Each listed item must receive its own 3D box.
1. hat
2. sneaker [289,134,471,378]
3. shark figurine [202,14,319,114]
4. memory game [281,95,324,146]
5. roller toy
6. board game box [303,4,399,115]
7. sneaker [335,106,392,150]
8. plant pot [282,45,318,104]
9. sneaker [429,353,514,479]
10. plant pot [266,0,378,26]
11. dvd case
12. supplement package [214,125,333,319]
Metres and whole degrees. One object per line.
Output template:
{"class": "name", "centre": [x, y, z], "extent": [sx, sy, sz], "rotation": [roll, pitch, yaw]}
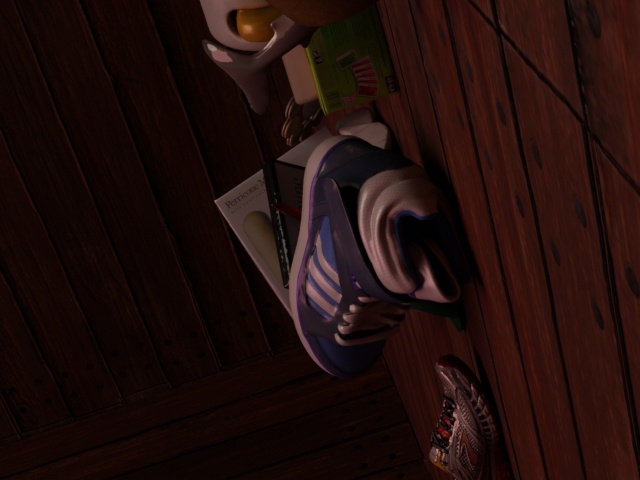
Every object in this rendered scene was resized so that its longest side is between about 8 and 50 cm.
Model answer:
{"class": "hat", "centre": [0.064, 0.045, 1.617], "extent": [0.173, 0.183, 0.209], "rotation": [76, 176, -72]}
{"class": "sneaker", "centre": [0.070, 0.056, 1.421], "extent": [0.236, 0.130, 0.323], "rotation": [40, 136, 53]}
{"class": "shark figurine", "centre": [0.014, -0.242, 1.188], "extent": [0.116, 0.278, 0.166], "rotation": [22, -178, -41]}
{"class": "memory game", "centre": [-0.004, -0.217, 1.788], "extent": [0.012, 0.186, 0.186], "rotation": [29, 166, 13]}
{"class": "roller toy", "centre": [-0.058, -0.325, 1.569], "extent": [0.209, 0.191, 0.146], "rotation": [32, 146, 48]}
{"class": "board game box", "centre": [0.021, -0.246, 1.466], "extent": [0.043, 0.092, 0.181], "rotation": [-114, 6, -69]}
{"class": "sneaker", "centre": [0.075, -0.112, 1.754], "extent": [0.094, 0.080, 0.212], "rotation": [60, -170, -22]}
{"class": "plant pot", "centre": [0.016, -0.242, 1.653], "extent": [0.096, 0.109, 0.109], "rotation": [-152, 43, -70]}
{"class": "sneaker", "centre": [0.179, 0.248, 1.592], "extent": [0.088, 0.092, 0.225], "rotation": [-112, 5, -69]}
{"class": "plant pot", "centre": [-0.031, -0.302, 0.974], "extent": [0.254, 0.237, 0.237], "rotation": [55, -172, -33]}
{"class": "dvd case", "centre": [0.037, -0.004, 1.669], "extent": [0.253, 0.022, 0.180], "rotation": [12, -123, -40]}
{"class": "supplement package", "centre": [0.000, 0.000, 1.881], "extent": [0.263, 0.199, 0.198], "rotation": [56, 179, 0]}
